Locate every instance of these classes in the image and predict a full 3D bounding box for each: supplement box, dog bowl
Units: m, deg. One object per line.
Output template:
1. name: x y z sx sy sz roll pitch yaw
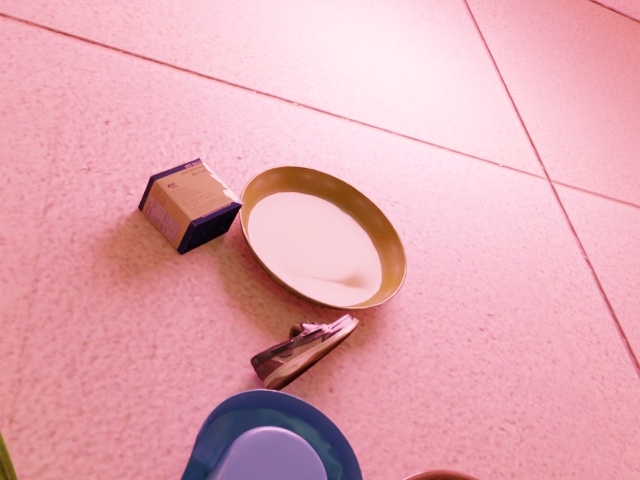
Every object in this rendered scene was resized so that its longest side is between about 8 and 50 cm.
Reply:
1. supplement box: -0.156 -0.042 0.875 0.083 0.056 0.083 46 42 12
2. dog bowl: -0.070 0.266 0.620 0.166 0.074 0.297 32 40 -3

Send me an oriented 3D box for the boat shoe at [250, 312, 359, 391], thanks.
1. boat shoe: -0.015 0.113 0.819 0.049 0.056 0.152 50 43 10

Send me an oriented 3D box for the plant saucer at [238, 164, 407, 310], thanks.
1. plant saucer: 0.000 0.000 0.954 0.241 0.037 0.241 18 44 -18

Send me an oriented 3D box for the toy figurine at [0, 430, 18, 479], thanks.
1. toy figurine: -0.309 0.192 0.530 0.159 0.130 0.173 -21 89 -30

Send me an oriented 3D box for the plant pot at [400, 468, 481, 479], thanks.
1. plant pot: 0.107 0.335 0.637 0.237 0.110 0.237 21 42 -21
